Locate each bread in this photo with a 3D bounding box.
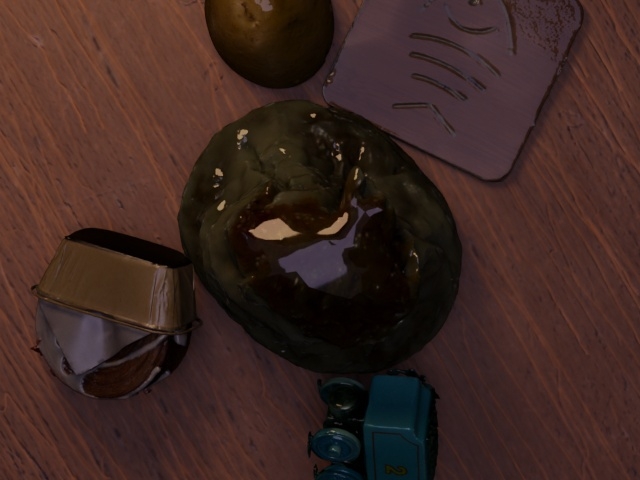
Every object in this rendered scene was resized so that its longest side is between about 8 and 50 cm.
[{"bbox_3d":[-0.268,0.103,1.696,0.224,0.142,0.211,15,103,15],"label":"bread"}]

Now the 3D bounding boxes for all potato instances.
[{"bbox_3d":[-0.070,-0.304,1.690,0.178,0.158,0.203,2,95,0],"label":"potato"}]

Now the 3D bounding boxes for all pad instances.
[{"bbox_3d":[0.183,-0.258,1.759,0.287,0.018,0.284,26,91,-2],"label":"pad"}]

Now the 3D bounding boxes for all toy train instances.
[{"bbox_3d":[0.073,0.263,1.683,0.163,0.203,0.112,3,47,10],"label":"toy train"}]

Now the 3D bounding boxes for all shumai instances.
[{"bbox_3d":[0.000,0.000,1.611,0.397,0.323,0.324,43,92,0],"label":"shumai"}]
